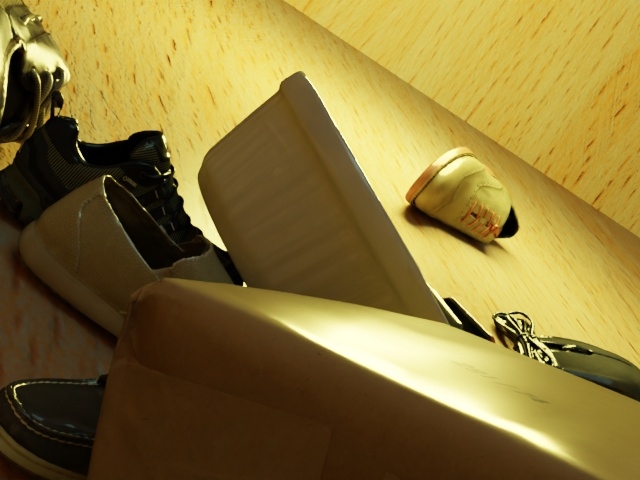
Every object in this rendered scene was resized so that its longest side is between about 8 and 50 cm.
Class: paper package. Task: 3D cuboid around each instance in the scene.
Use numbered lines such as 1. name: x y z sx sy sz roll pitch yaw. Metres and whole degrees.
1. paper package: 0.090 0.155 0.599 0.324 0.168 0.309 20 5 39

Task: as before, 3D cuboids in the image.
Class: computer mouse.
1. computer mouse: 0.364 0.178 1.449 0.272 0.072 0.188 31 17 -20

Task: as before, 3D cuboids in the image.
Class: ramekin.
1. ramekin: 0.000 0.000 0.959 0.273 0.127 0.273 59 4 -6

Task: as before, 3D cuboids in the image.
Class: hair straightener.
1. hair straightener: 0.092 0.048 1.113 0.089 0.047 0.230 22 20 -29

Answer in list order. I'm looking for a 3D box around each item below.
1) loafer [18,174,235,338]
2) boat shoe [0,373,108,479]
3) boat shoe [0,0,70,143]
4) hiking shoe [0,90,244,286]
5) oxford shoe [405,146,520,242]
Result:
1. loafer: -0.099 0.049 0.818 0.268 0.092 0.102 36 16 -4
2. boat shoe: -0.102 0.110 0.681 0.223 0.073 0.080 21 22 -44
3. boat shoe: -0.278 -0.152 0.937 0.130 0.132 0.355 28 20 -27
4. hiking shoe: -0.143 -0.027 0.898 0.226 0.114 0.086 28 19 -27
5. oxford shoe: 0.252 -0.065 1.806 0.130 0.123 0.348 49 21 20
